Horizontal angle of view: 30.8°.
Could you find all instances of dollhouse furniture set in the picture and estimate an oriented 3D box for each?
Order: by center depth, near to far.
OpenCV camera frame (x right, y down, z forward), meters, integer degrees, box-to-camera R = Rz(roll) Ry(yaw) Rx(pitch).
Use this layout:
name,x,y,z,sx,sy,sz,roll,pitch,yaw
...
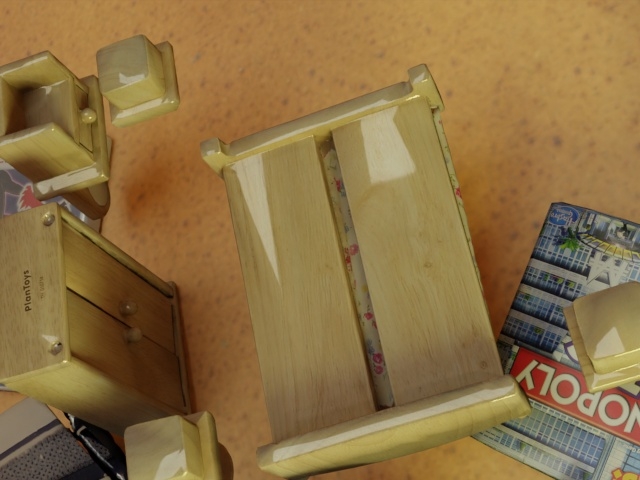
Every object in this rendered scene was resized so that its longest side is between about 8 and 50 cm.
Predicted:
name,x,y,z,sx,sy,sz,roll,pitch,yaw
dollhouse furniture set,0.000,0.000,0.712,0.356,0.174,0.303,-17,65,12

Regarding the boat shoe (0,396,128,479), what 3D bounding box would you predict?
name,x,y,z,sx,sy,sz,roll,pitch,yaw
boat shoe,-0.242,0.248,0.716,0.340,0.127,0.158,-39,64,-18

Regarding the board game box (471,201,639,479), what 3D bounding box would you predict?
name,x,y,z,sx,sy,sz,roll,pitch,yaw
board game box,0.170,0.094,0.618,0.194,0.060,0.194,21,88,33

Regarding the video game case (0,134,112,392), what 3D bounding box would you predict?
name,x,y,z,sx,sy,sz,roll,pitch,yaw
video game case,-0.252,0.016,0.912,0.184,0.023,0.201,-1,77,31
